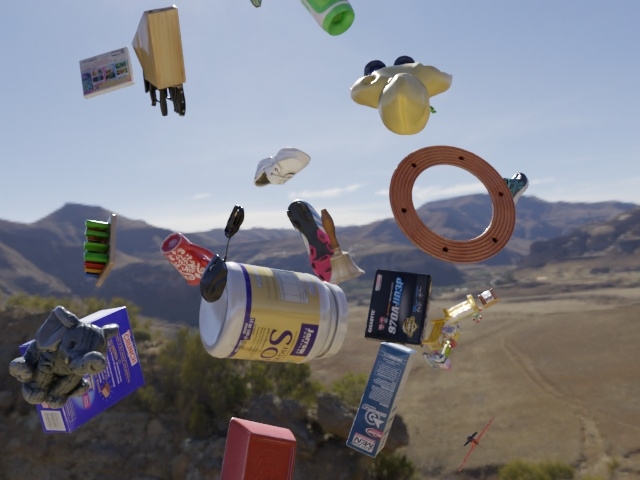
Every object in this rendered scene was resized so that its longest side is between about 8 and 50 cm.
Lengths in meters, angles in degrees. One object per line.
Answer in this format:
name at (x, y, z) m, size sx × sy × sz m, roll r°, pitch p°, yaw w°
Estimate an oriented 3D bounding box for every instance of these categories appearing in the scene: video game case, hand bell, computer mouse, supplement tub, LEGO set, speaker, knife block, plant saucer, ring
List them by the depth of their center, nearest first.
computer mouse at (-0.216, 0.030, 1.311) m, size 0.041 × 0.242 × 0.071 m, roll 8°, pitch 24°, yaw -30°
plant saucer at (-0.141, 0.574, 1.462) m, size 0.048 × 0.259 × 0.258 m, roll -6°, pitch -24°, yaw 30°
ring at (0.333, -0.093, 1.549) m, size 0.336 × 0.336 × 0.032 m, roll -5°, pitch -22°, yaw -15°
supplement tub at (-0.121, 0.192, 1.576) m, size 0.331 × 0.241 × 0.241 m, roll 10°, pitch -10°, yaw -28°
knife block at (-0.431, -0.482, 1.711) m, size 0.088 × 0.242 × 0.276 m, roll -25°, pitch 1°, yaw -30°
LEGO set at (0.398, 0.260, 1.739) m, size 0.287 × 0.107 × 0.132 m, roll -43°, pitch 25°, yaw -21°
video game case at (-0.647, -0.508, 1.847) m, size 0.157 × 0.143 × 0.019 m, roll -17°, pitch -24°, yaw 0°
hand bell at (0.049, 0.012, 1.990) m, size 0.126 × 0.242 × 0.126 m, roll -18°, pitch -2°, yaw -1°
speaker at (-0.007, -0.831, 2.063) m, size 0.131 × 0.296 × 0.131 m, roll -29°, pitch -21°, yaw -12°

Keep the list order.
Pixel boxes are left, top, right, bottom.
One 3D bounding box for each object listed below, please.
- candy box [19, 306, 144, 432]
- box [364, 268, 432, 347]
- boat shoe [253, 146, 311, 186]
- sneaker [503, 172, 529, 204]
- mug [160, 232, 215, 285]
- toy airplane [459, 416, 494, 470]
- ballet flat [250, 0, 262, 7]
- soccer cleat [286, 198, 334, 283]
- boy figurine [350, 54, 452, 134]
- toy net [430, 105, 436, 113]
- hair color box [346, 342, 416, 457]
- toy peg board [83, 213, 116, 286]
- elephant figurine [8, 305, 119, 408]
candy box at (-0.696, 0.375, 1.819) m, size 0.122 × 0.268 × 0.317 m, roll -7°, pitch 10°, yaw 28°
box at (0.238, 0.204, 1.855) m, size 0.175 × 0.220 × 0.051 m, roll 6°, pitch -20°, yaw 19°
boat shoe at (-0.127, -0.218, 1.937) m, size 0.098 × 0.096 × 0.277 m, roll 32°, pitch -23°, yaw -24°
sneaker at (0.570, -0.163, 1.827) m, size 0.065 × 0.076 × 0.166 m, roll -10°, pitch 32°, yaw 46°
mug at (-0.443, 0.049, 2.081) m, size 0.150 × 0.169 × 0.113 m, roll -33°, pitch 39°, yaw 5°
toy airplane at (0.362, 0.469, 1.422) m, size 0.028 × 0.151 × 0.151 m, roll 31°, pitch 21°, yaw 34°
ballet flat at (-0.219, -0.845, 1.998) m, size 0.070 × 0.188 × 0.070 m, roll -18°, pitch -24°, yaw -9°
soccer cleat at (0.000, 0.000, 2.130) m, size 0.116 × 0.331 × 0.143 m, roll -31°, pitch -10°, yaw 18°
boy figurine at (0.140, -0.254, 1.032) m, size 0.177 × 0.092 × 0.285 m, roll -8°, pitch 25°, yaw 2°
toy net at (0.285, -0.485, 2.089) m, size 0.232 × 0.122 × 0.045 m, roll 12°, pitch -47°, yaw -28°
hair color box at (0.203, 0.511, 2.002) m, size 0.105 × 0.347 × 0.174 m, roll 18°, pitch -2°, yaw 18°
toy peg board at (-0.651, 0.025, 1.761) m, size 0.079 × 0.161 × 0.160 m, roll 11°, pitch -34°, yaw -31°
elephant figurine at (-0.472, 0.209, 1.191) m, size 0.239 × 0.186 × 0.169 m, roll -41°, pitch -13°, yaw 25°
